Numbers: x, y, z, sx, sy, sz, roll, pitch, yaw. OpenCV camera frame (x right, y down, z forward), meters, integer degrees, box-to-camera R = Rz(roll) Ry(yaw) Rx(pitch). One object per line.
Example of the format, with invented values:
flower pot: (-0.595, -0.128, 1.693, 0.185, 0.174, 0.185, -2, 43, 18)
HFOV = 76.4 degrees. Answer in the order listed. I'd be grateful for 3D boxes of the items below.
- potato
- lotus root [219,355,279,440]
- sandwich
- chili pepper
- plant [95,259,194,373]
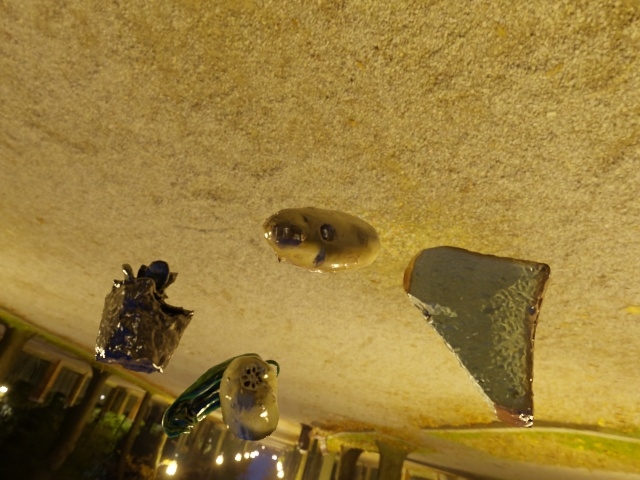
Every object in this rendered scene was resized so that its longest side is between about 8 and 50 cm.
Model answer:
potato: (0.000, 0.000, 0.907, 0.296, 0.141, 0.191, 10, -162, -40)
lotus root: (-0.096, 0.222, 0.554, 0.077, 0.090, 0.183, -3, 144, -7)
sandwich: (0.262, 0.151, 0.730, 0.254, 0.288, 0.099, 8, 152, 22)
chili pepper: (-0.209, 0.314, 0.860, 0.100, 0.257, 0.074, 59, 164, 4)
plant: (-0.445, 0.190, 1.044, 0.199, 0.276, 0.188, -19, 146, 39)
